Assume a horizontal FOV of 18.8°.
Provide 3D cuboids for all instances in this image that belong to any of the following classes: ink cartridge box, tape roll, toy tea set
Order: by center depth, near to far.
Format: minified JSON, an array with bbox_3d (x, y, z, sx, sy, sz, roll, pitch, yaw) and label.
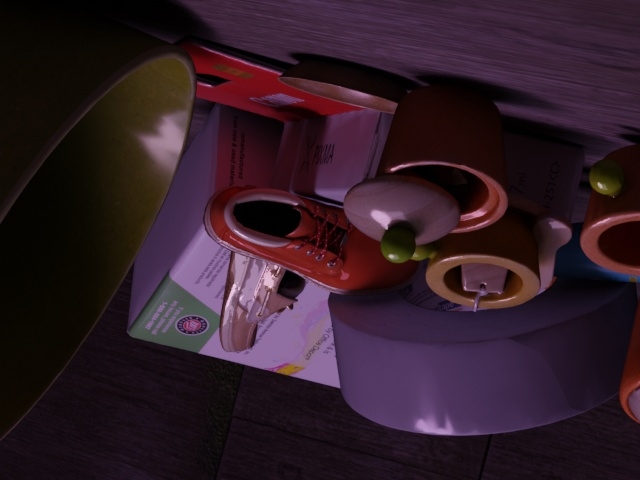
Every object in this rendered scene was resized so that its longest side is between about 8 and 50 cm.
[{"bbox_3d":[0.162,0.033,1.116,0.336,0.124,0.200,16,150,-13],"label":"toy tea set"},{"bbox_3d":[0.005,-0.061,1.311,0.261,0.066,0.296,14,178,-12],"label":"ink cartridge box"},{"bbox_3d":[0.118,0.060,1.386,0.219,0.072,0.219,-8,-160,3],"label":"tape roll"},{"bbox_3d":[0.008,0.018,1.576,0.278,0.117,0.201,15,144,-18],"label":"ink cartridge box"}]

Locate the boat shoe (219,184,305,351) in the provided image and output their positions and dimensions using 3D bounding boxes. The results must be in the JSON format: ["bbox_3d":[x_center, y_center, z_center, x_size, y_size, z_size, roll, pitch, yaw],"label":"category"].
[{"bbox_3d":[-0.040,0.029,1.436,0.059,0.063,0.170,9,142,-2],"label":"boat shoe"}]

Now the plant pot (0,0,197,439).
[{"bbox_3d":[-0.265,-0.059,1.078,0.293,0.274,0.275,31,-179,9],"label":"plant pot"}]

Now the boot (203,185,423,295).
[{"bbox_3d":[0.000,0.000,1.331,0.158,0.059,0.084,14,173,-9],"label":"boot"}]

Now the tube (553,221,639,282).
[{"bbox_3d":[0.191,0.006,1.325,0.207,0.052,0.080,-1,-179,12],"label":"tube"}]

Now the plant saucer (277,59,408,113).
[{"bbox_3d":[0.017,-0.090,1.118,0.083,0.015,0.083,15,179,0],"label":"plant saucer"}]
